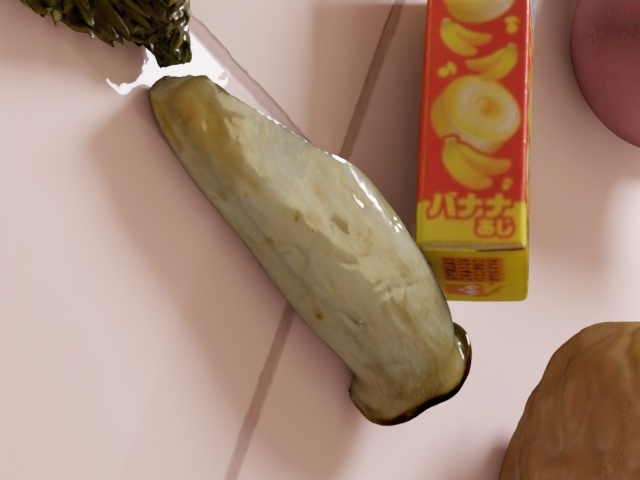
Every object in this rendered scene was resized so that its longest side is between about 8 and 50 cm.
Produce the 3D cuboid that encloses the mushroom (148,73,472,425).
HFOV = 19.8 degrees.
[{"bbox_3d":[0.003,-0.002,1.331,0.107,0.087,0.333,-45,116,-21],"label":"mushroom"}]

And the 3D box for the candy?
[{"bbox_3d":[0.126,-0.100,1.465,0.146,0.088,0.276,69,23,-69],"label":"candy"}]

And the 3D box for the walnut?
[{"bbox_3d":[0.285,0.217,1.493,0.296,0.285,0.285,58,38,-57],"label":"walnut"}]

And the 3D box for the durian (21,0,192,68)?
[{"bbox_3d":[-0.186,-0.269,1.186,0.394,0.163,0.198,58,4,-30],"label":"durian"}]

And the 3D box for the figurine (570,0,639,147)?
[{"bbox_3d":[0.333,-0.200,1.689,0.211,0.270,0.261,-18,106,-45],"label":"figurine"}]
